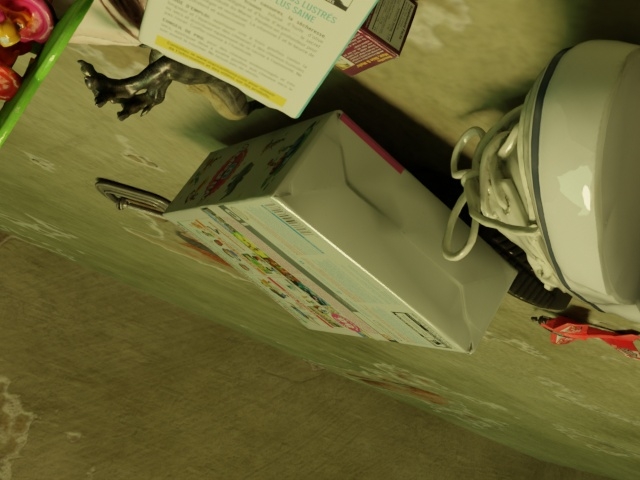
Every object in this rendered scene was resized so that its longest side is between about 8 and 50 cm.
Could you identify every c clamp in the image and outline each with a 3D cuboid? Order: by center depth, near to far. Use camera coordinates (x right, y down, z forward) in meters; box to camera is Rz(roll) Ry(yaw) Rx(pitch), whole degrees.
[{"bbox_3d":[-0.277,-0.051,1.251,0.161,0.022,0.137,18,166,7],"label":"c clamp"}]

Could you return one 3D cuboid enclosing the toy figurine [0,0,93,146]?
[{"bbox_3d":[-0.256,-0.147,0.514,0.159,0.130,0.173,33,134,-24],"label":"toy figurine"}]

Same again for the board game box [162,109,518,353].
[{"bbox_3d":[0.000,0.000,0.753,0.224,0.097,0.303,40,161,-21],"label":"board game box"}]

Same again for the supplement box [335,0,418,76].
[{"bbox_3d":[0.009,-0.145,0.484,0.083,0.043,0.055,29,162,-27],"label":"supplement box"}]

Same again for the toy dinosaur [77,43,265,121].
[{"bbox_3d":[-0.107,-0.129,0.579,0.118,0.064,0.268,-25,163,-3],"label":"toy dinosaur"}]

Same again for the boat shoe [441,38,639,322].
[{"bbox_3d":[0.157,-0.034,0.555,0.156,0.135,0.367,16,175,28],"label":"boat shoe"}]

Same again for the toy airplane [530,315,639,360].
[{"bbox_3d":[0.350,0.122,1.026,0.151,0.028,0.151,19,167,4],"label":"toy airplane"}]

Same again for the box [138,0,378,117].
[{"bbox_3d":[-0.007,-0.153,0.345,0.100,0.060,0.244,25,153,-12],"label":"box"}]

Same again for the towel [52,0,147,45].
[{"bbox_3d":[-0.317,-0.237,0.514,0.332,0.053,0.317,9,162,16],"label":"towel"}]

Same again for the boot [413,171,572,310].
[{"bbox_3d":[0.152,0.002,0.797,0.198,0.077,0.137,36,168,-7],"label":"boot"}]
